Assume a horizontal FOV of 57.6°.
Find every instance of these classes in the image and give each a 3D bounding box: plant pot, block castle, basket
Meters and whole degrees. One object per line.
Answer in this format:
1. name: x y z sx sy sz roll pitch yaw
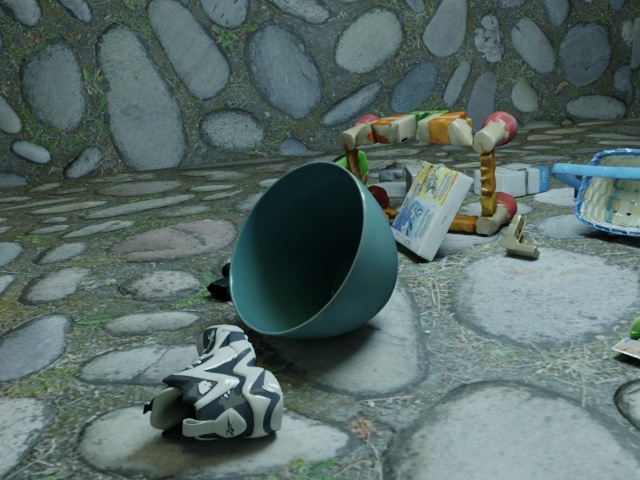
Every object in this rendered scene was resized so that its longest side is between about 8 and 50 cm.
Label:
1. plant pot: 0.016 0.041 0.976 0.290 0.290 0.195 15 -11 47
2. block castle: 0.286 -0.191 1.565 0.453 0.303 0.213 6 25 31
3. basket: 0.696 -0.111 1.306 0.289 0.201 0.255 23 -3 -37

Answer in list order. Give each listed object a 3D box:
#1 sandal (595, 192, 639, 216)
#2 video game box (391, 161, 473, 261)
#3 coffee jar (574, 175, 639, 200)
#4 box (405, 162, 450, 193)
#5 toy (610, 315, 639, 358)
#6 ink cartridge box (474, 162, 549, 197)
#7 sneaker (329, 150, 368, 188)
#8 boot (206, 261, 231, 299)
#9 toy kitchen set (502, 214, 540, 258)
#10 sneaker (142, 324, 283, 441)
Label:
1. sandal: 0.825 -0.097 1.503 0.219 0.060 0.090 7 33 33
2. video game box: 0.248 -0.073 1.355 0.048 0.205 0.187 23 7 -23
3. coffee jar: 0.814 -0.151 1.653 0.079 0.096 0.184 -13 18 -35
4. box: 0.352 -0.190 1.902 0.130 0.091 0.170 -4 17 3
5. toy: 0.541 0.150 0.782 0.137 0.056 0.237 -16 20 -33
6. ink cartridge box: 0.609 -0.191 1.863 0.190 0.082 0.139 -11 18 -26
7. sneaker: 0.001 -0.173 1.773 0.202 0.185 0.483 11 21 30
8. boot: -0.191 0.084 1.203 0.121 0.045 0.099 11 25 39
9. toy kitchen set: 0.461 -0.001 1.295 0.075 0.083 0.068 12 -18 43
10. sneaker: -0.162 0.185 0.763 0.153 0.094 0.235 -4 24 -29
